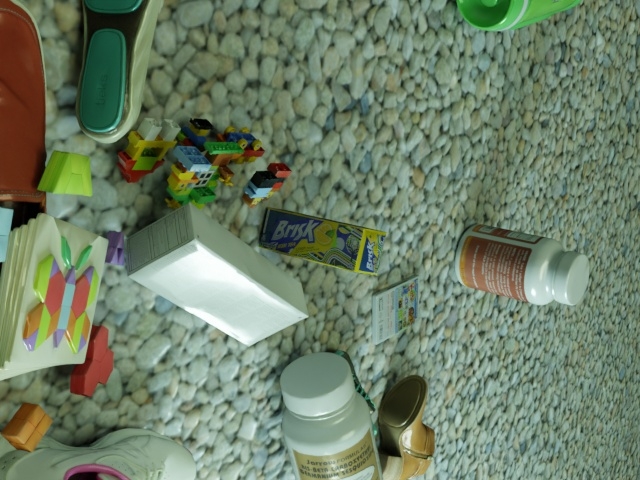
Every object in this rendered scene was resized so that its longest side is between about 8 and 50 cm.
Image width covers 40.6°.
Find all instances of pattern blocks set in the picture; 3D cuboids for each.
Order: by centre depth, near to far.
[{"bbox_3d":[-0.254,0.057,0.826,0.325,0.026,0.286,-39,137,-78],"label":"pattern blocks set"}]

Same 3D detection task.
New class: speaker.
[{"bbox_3d":[0.353,-0.435,1.461,0.296,0.131,0.131,-28,121,-43],"label":"speaker"}]

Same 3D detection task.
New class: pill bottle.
[{"bbox_3d":[0.013,0.285,1.265,0.131,0.131,0.229,-37,127,-38],"label":"pill bottle"},{"bbox_3d":[0.359,0.047,1.542,0.121,0.216,0.121,-19,115,-46],"label":"pill bottle"}]

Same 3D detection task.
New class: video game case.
[{"bbox_3d":[0.127,0.114,1.446,0.122,0.011,0.087,-20,115,-46],"label":"video game case"}]

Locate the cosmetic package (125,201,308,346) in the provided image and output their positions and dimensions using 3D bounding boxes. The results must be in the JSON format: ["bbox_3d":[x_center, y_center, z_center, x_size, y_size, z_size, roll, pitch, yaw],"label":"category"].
[{"bbox_3d":[-0.120,0.047,1.052,0.239,0.098,0.060,40,30,-49],"label":"cosmetic package"}]

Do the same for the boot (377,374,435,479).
[{"bbox_3d":[0.162,0.328,1.510,0.152,0.073,0.197,18,99,-50],"label":"boot"}]

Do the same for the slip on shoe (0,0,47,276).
[{"bbox_3d":[-0.301,-0.064,0.805,0.123,0.101,0.332,-2,101,-48],"label":"slip on shoe"}]

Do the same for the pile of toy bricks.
[{"bbox_3d":[-0.137,-0.070,1.014,0.105,0.118,0.212,-53,158,24],"label":"pile of toy bricks"}]

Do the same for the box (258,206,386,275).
[{"bbox_3d":[0.000,0.000,1.132,0.054,0.168,0.059,12,91,-50],"label":"box"}]

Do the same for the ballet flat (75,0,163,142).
[{"bbox_3d":[-0.205,-0.225,0.902,0.086,0.086,0.249,5,99,-51],"label":"ballet flat"}]

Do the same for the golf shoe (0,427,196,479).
[{"bbox_3d":[-0.236,0.279,0.959,0.306,0.140,0.115,13,90,-53],"label":"golf shoe"}]

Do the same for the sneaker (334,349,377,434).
[{"bbox_3d":[0.053,0.244,1.344,0.065,0.076,0.167,-38,128,-38],"label":"sneaker"}]
